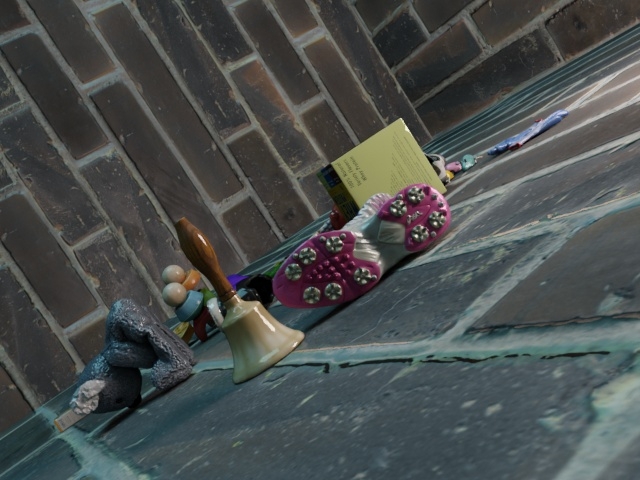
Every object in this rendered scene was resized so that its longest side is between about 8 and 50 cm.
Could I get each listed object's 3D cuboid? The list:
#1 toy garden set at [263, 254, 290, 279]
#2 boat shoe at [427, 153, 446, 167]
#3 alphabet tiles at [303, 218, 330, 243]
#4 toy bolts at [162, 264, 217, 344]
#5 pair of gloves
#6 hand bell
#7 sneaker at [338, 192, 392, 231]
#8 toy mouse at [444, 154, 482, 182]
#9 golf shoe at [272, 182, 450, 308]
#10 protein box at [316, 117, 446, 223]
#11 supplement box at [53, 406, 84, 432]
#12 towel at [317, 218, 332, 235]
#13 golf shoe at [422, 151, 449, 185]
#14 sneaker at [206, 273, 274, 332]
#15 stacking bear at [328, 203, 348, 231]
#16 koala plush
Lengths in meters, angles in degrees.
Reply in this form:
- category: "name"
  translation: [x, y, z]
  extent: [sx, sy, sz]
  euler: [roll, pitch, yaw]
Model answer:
- category: "toy garden set"
  translation: [-0.174, 0.133, 1.924]
  extent: [0.244, 0.049, 0.204]
  euler: [-32, 6, 19]
- category: "boat shoe"
  translation: [0.296, -0.194, 1.947]
  extent: [0.064, 0.075, 0.206]
  euler: [-30, -6, -27]
- category: "alphabet tiles"
  translation: [0.006, -0.036, 2.300]
  extent: [0.284, 0.021, 0.278]
  euler: [-44, 1, -11]
- category: "toy bolts"
  translation: [-0.364, 0.176, 1.795]
  extent: [0.218, 0.158, 0.228]
  euler: [-52, 20, -11]
- category: "pair of gloves"
  translation: [0.478, -0.249, 1.619]
  extent: [0.159, 0.023, 0.198]
  euler: [-34, 4, -12]
- category: "hand bell"
  translation: [-0.141, 0.073, 1.021]
  extent: [0.126, 0.242, 0.126]
  euler: [-33, 4, 3]
- category: "sneaker"
  translation: [0.085, -0.013, 1.410]
  extent: [0.104, 0.095, 0.236]
  euler: [-39, 0, 44]
- category: "toy mouse"
  translation: [0.353, -0.191, 1.802]
  extent: [0.143, 0.031, 0.161]
  euler: [-33, 4, -8]
- category: "golf shoe"
  translation: [0.064, 0.024, 1.117]
  extent: [0.306, 0.115, 0.140]
  euler: [-27, -7, -11]
- category: "protein box"
  translation: [0.137, -0.134, 1.613]
  extent: [0.201, 0.200, 0.136]
  euler: [-34, 4, -15]
- category: "supplement box"
  translation: [-0.628, 0.442, 1.791]
  extent: [0.098, 0.036, 0.062]
  euler: [-34, 5, -19]
- category: "towel"
  translation: [0.000, 0.000, 1.940]
  extent: [0.197, 0.029, 0.144]
  euler: [-55, -2, 13]
- category: "golf shoe"
  translation: [0.226, -0.189, 1.736]
  extent: [0.198, 0.094, 0.077]
  euler: [17, 45, 32]
- category: "sneaker"
  translation: [-0.167, 0.128, 1.650]
  extent: [0.146, 0.102, 0.293]
  euler: [-28, 9, 4]
- category: "stacking bear"
  translation: [0.101, -0.100, 1.804]
  extent: [0.289, 0.175, 0.164]
  euler: [-63, -5, -58]
- category: "koala plush"
  translation: [-0.394, 0.251, 1.389]
  extent: [0.221, 0.203, 0.196]
  euler: [-45, 5, -4]
